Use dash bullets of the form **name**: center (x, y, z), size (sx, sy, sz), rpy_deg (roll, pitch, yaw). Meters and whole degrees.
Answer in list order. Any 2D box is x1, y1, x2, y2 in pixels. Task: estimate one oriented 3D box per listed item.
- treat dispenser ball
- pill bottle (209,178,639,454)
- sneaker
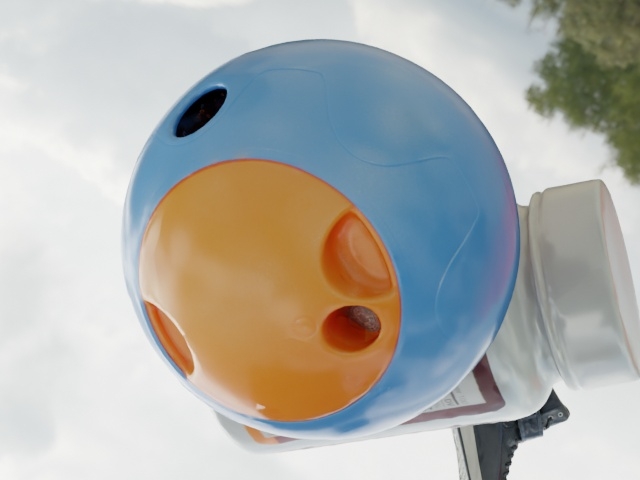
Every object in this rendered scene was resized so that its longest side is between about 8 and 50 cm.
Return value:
- **treat dispenser ball**: center (0.000, 0.000, 0.850), size (0.288, 0.288, 0.288), rpy_deg (20, -156, -9)
- **pill bottle**: center (0.095, 0.071, 1.125), size (0.392, 0.224, 0.224), rpy_deg (-12, -165, 19)
- **sneaker**: center (0.266, 0.289, 1.592), size (0.163, 0.226, 0.086), rpy_deg (-10, -179, -7)
